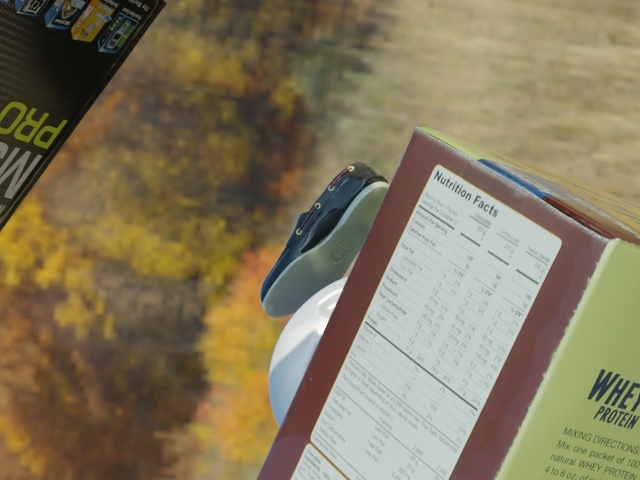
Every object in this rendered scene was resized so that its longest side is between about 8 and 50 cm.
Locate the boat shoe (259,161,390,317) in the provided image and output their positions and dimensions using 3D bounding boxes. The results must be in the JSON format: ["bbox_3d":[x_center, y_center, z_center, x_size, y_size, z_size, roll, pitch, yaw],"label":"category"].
[{"bbox_3d":[0.001,0.001,1.366,0.133,0.049,0.042,-49,48,8],"label":"boat shoe"}]

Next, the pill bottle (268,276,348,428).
[{"bbox_3d":[0.067,0.138,1.337,0.272,0.152,0.152,58,-143,-63],"label":"pill bottle"}]

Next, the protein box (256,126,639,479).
[{"bbox_3d":[0.106,0.088,0.778,0.136,0.199,0.201,37,106,53],"label":"protein box"}]

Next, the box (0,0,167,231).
[{"bbox_3d":[-0.203,-0.069,0.834,0.216,0.060,0.270,-54,-20,6],"label":"box"}]
